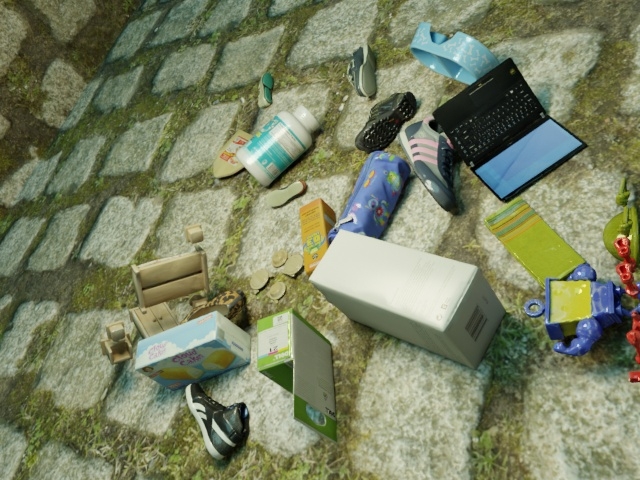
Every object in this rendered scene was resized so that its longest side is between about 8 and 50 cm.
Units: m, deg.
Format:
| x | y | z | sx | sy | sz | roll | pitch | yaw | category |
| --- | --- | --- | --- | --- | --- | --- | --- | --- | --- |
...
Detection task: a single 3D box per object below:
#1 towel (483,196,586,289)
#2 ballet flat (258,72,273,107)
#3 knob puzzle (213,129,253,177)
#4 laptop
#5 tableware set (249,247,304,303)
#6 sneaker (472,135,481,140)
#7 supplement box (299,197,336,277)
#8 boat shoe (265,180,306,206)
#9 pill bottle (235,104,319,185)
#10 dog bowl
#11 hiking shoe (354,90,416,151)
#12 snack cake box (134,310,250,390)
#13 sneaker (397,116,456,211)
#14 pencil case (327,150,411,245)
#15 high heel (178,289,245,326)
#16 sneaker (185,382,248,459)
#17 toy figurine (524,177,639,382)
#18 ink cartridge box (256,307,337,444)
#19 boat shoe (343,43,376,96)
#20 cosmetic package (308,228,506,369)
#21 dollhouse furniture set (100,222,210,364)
| x | y | z | sx | sy | sz | roll | pitch | yaw | category |
| --- | --- | --- | --- | --- | --- | --- | --- | --- | --- |
| 0.459 | 0.000 | 1.296 | 0.102 | 0.021 | 0.237 | -37 | 43 | 8 | towel |
| -0.211 | -0.557 | 2.206 | 0.052 | 0.057 | 0.168 | -28 | 44 | 30 | ballet flat |
| -0.298 | -0.288 | 2.078 | 0.213 | 0.030 | 0.213 | -19 | 48 | 23 | knob puzzle |
| 0.444 | -0.268 | 1.425 | 0.234 | 0.264 | 0.136 | -35 | 7 | 6 | laptop |
| -0.120 | 0.091 | 1.658 | 0.168 | 0.020 | 0.141 | -51 | 41 | -6 | tableware set |
| 0.386 | -0.304 | 1.559 | 0.073 | 0.063 | 0.162 | -30 | 47 | 4 | sneaker |
| 0.000 | 0.000 | 1.597 | 0.078 | 0.080 | 0.233 | -27 | 48 | 21 | supplement box |
| -0.104 | -0.143 | 1.813 | 0.137 | 0.049 | 0.043 | -26 | 3 | 21 | boat shoe |
| -0.128 | -0.307 | 1.882 | 0.264 | 0.146 | 0.146 | -42 | 43 | 0 | pill bottle |
| 0.366 | -0.519 | 1.675 | 0.074 | 0.166 | 0.297 | -54 | 43 | 5 | dog bowl |
| 0.178 | -0.347 | 1.746 | 0.227 | 0.086 | 0.114 | -44 | 29 | -8 | hiking shoe |
| -0.333 | 0.293 | 1.560 | 0.264 | 0.152 | 0.089 | -23 | 47 | 21 | snack cake box |
| 0.298 | -0.211 | 1.514 | 0.131 | 0.112 | 0.319 | -32 | 45 | 16 | sneaker |
| 0.123 | -0.093 | 1.538 | 0.119 | 0.133 | 0.306 | 8 | 62 | 43 | pencil case |
| -0.314 | 0.221 | 1.587 | 0.261 | 0.093 | 0.186 | -39 | 2 | -2 | high heel |
| -0.243 | 0.415 | 1.462 | 0.121 | 0.079 | 0.217 | -38 | 51 | 1 | sneaker |
| 0.480 | 0.082 | 1.104 | 0.217 | 0.191 | 0.362 | -13 | 50 | 35 | toy figurine |
| -0.052 | 0.308 | 1.312 | 0.097 | 0.189 | 0.255 | -22 | 47 | 21 | ink cartridge box |
| 0.125 | -0.539 | 1.910 | 0.079 | 0.095 | 0.254 | -17 | 48 | 24 | boat shoe |
| 0.179 | 0.119 | 1.286 | 0.365 | 0.197 | 0.155 | 19 | 70 | 42 | cosmetic package |
| -0.484 | 0.118 | 1.654 | 0.303 | 0.355 | 0.174 | -16 | 35 | -29 | dollhouse furniture set |
